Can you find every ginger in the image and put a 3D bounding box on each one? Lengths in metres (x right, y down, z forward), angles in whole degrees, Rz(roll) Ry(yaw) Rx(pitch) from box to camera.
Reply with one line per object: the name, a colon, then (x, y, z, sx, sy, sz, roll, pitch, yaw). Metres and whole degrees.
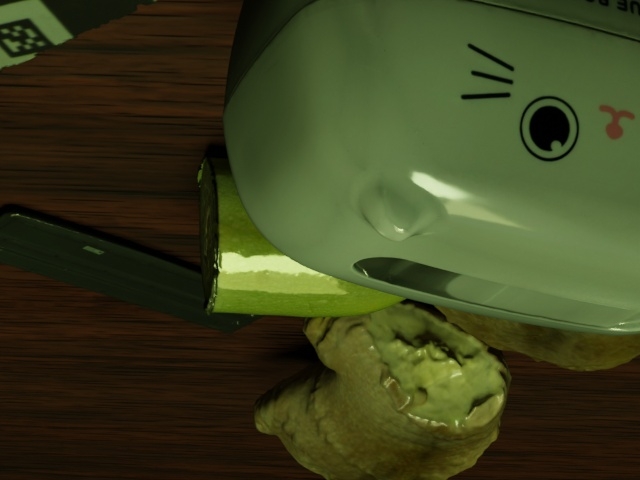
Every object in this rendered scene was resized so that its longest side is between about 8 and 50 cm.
ginger: (0.051, 0.131, 1.683, 0.275, 0.130, 0.221, -16, 139, 37)
ginger: (0.206, 0.006, 1.384, 0.219, 0.123, 0.270, 30, 151, -7)

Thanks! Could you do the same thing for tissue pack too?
tissue pack: (0.117, -0.067, 1.110, 0.333, 0.236, 0.229, 13, 154, -19)

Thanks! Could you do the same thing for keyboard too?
keyboard: (-0.208, 0.018, 1.574, 0.381, 0.041, 0.103, 13, 153, -36)

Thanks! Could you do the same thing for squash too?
squash: (0.000, 0.000, 1.411, 0.186, 0.123, 0.123, 3, 155, -5)

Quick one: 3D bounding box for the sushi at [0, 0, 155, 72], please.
sushi: (-0.190, -0.236, 0.990, 0.320, 0.069, 0.339, -20, 142, 36)
